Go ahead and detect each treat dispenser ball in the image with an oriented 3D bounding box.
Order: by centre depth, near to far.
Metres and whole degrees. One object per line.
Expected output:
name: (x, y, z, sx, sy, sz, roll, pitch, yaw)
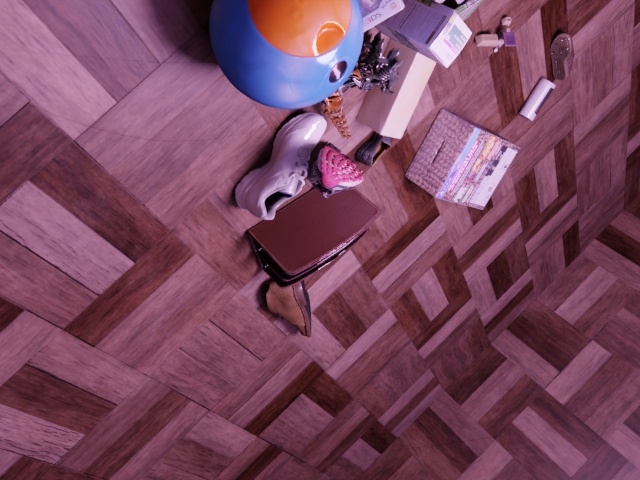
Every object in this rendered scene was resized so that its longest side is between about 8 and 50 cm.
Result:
treat dispenser ball: (-0.063, -0.393, 1.127, 0.288, 0.288, 0.288, -25, 137, -26)

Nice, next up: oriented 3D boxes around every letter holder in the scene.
letter holder: (0.000, 0.000, 1.588, 0.301, 0.214, 0.152, -34, 140, -17)

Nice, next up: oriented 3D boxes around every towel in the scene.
towel: (0.345, -0.573, 1.539, 0.152, 0.023, 0.113, -36, 180, -18)

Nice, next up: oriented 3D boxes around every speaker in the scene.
speaker: (0.720, -0.468, 2.001, 0.055, 0.055, 0.136, 14, 113, -49)

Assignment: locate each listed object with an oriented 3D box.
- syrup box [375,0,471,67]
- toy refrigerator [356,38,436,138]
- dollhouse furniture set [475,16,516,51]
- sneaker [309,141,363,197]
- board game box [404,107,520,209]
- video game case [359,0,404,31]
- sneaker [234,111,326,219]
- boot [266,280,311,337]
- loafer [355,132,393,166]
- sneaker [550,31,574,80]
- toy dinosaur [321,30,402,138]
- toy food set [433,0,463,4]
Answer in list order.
syrup box: (0.214, -0.489, 1.350, 0.093, 0.237, 0.096, 22, 106, -50)
toy refrigerator: (0.205, -0.406, 1.525, 0.094, 0.102, 0.270, 1, 121, -44)
dollhouse furniture set: (0.481, -0.579, 1.715, 0.114, 0.091, 0.081, -5, 171, -14)
sneaker: (0.029, -0.155, 1.457, 0.112, 0.120, 0.299, -51, -176, 11)
board game box: (0.442, -0.244, 1.858, 0.290, 0.141, 0.232, 8, 117, -47)
video game case: (0.048, -0.506, 1.198, 0.190, 0.173, 0.022, 54, 37, -22)
sneaker: (-0.074, -0.171, 1.441, 0.297, 0.129, 0.111, -54, 140, 6)
boot: (-0.088, 0.199, 1.800, 0.115, 0.112, 0.305, -11, 142, 3)
loafer: (0.175, -0.270, 1.645, 0.170, 0.061, 0.062, -50, 141, 2)
sneaker: (0.790, -0.611, 1.952, 0.071, 0.066, 0.188, -54, 150, -19)
toy dinosaur: (0.053, -0.397, 1.385, 0.218, 0.165, 0.322, -12, 149, -9)
toy food set: (0.324, -0.658, 1.452, 0.232, 0.105, 0.111, -41, 159, 20)
